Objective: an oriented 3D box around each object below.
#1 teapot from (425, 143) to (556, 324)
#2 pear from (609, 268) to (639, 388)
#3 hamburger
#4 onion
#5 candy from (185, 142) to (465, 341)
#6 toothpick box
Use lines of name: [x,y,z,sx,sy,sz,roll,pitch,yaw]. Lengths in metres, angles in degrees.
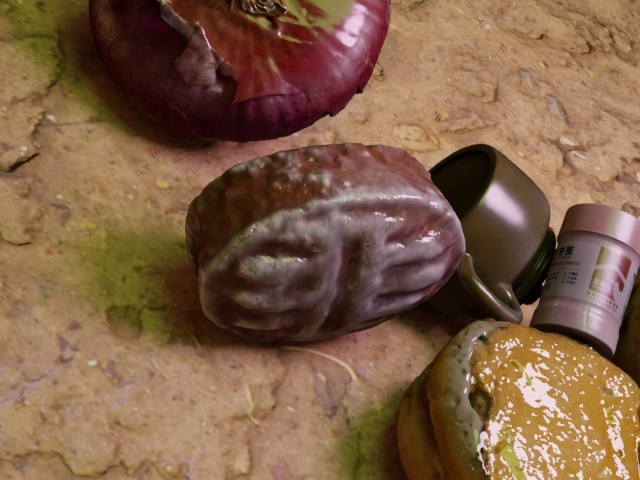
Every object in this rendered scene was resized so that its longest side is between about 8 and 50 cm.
teapot: [0.190,0.015,1.807,0.175,0.185,0.268,40,22,-20]
pear: [0.466,0.135,1.813,0.304,0.304,0.304,21,39,-19]
hamburger: [0.220,0.226,1.626,0.318,0.158,0.319,22,39,-19]
onion: [-0.091,-0.262,1.855,0.347,0.285,0.348,0,70,1]
candy: [0.000,0.000,1.642,0.289,0.214,0.157,-6,48,-22]
toothpick box: [0.296,0.046,1.748,0.098,0.098,0.149,26,71,-14]
